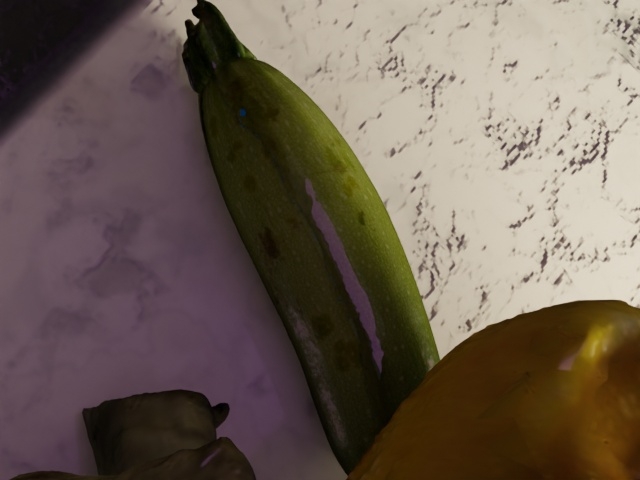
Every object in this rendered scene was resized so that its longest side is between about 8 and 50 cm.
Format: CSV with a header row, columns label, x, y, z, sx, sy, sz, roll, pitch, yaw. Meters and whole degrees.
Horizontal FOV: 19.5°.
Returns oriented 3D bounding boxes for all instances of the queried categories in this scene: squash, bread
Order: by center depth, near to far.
label,x,y,z,sx,sy,sz,roll,pitch,yaw
bread,0.180,0.228,1.046,0.394,0.250,0.361,51,50,-12
squash,0.000,0.000,1.137,0.094,0.094,0.341,-22,86,-19

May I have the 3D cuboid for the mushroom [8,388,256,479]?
label,x,y,z,sx,sy,sz,roll,pitch,yaw
mushroom,-0.110,0.221,0.998,0.212,0.217,0.292,4,80,-12
